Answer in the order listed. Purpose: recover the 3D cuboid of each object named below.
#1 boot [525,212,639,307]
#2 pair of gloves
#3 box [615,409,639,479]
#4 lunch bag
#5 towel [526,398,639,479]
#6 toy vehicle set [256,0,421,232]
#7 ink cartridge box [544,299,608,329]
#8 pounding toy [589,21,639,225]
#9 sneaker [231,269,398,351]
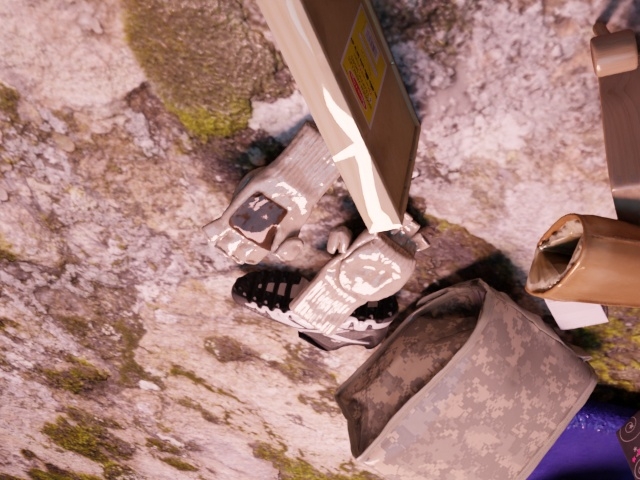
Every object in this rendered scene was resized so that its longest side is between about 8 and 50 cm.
[{"bbox_3d":[0.341,0.049,0.781,0.269,0.089,0.236,5,150,-8],"label":"boot"},{"bbox_3d":[0.000,0.000,0.931,0.204,0.042,0.240,-39,111,20],"label":"pair of gloves"},{"bbox_3d":[0.524,0.236,0.942,0.163,0.142,0.247,29,114,-11],"label":"box"},{"bbox_3d":[0.200,0.203,1.023,0.235,0.169,0.287,36,104,-24],"label":"lunch bag"},{"bbox_3d":[0.454,0.322,1.146,0.308,0.076,0.228,12,132,3],"label":"towel"},{"bbox_3d":[0.030,-0.161,0.725,0.035,0.166,0.267,-10,130,25],"label":"toy vehicle set"},{"bbox_3d":[0.315,0.063,0.958,0.062,0.029,0.115,-16,126,30],"label":"ink cartridge box"},{"bbox_3d":[0.302,-0.126,0.683,0.094,0.181,0.206,-7,158,23],"label":"pounding toy"},{"bbox_3d":[-0.012,0.108,1.066,0.234,0.078,0.106,9,133,5],"label":"sneaker"}]
